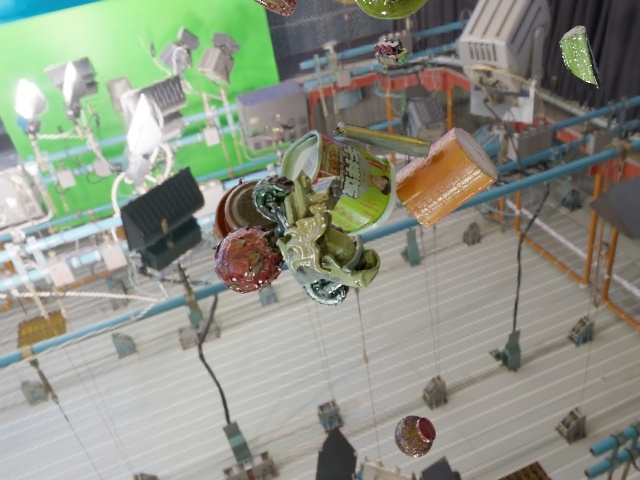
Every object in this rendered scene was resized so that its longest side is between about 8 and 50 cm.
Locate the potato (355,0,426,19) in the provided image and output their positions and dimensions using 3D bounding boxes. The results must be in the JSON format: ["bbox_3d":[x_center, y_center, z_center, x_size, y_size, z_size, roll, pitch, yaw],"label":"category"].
[{"bbox_3d":[0.192,-0.646,1.469,0.253,0.186,0.148,-43,-157,-18],"label":"potato"}]

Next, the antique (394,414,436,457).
[{"bbox_3d":[0.228,0.479,1.456,0.104,0.104,0.104,-7,-146,5],"label":"antique"}]

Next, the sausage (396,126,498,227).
[{"bbox_3d":[0.424,-0.218,2.036,0.287,0.233,0.233,-36,-157,28],"label":"sausage"}]

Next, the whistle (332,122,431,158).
[{"bbox_3d":[0.200,-0.332,1.956,0.326,0.057,0.068,15,-143,12],"label":"whistle"}]

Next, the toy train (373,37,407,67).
[{"bbox_3d":[0.222,-0.585,1.863,0.050,0.087,0.138,-38,-149,-11],"label":"toy train"}]

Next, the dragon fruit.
[{"bbox_3d":[-0.245,0.058,2.107,0.299,0.244,0.244,-41,-157,27],"label":"dragon fruit"}]

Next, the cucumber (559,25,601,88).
[{"bbox_3d":[0.619,-0.436,1.419,0.070,0.220,0.046,10,-107,36],"label":"cucumber"}]

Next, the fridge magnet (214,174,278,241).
[{"bbox_3d":[-0.237,-0.098,2.351,0.363,0.155,0.364,2,-119,-3],"label":"fridge magnet"}]

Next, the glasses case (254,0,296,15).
[{"bbox_3d":[-0.178,-0.834,2.042,0.194,0.073,0.049,24,-150,-11],"label":"glasses case"}]

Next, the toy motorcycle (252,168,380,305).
[{"bbox_3d":[0.000,0.000,1.490,0.236,0.410,0.169,-14,-147,26],"label":"toy motorcycle"}]

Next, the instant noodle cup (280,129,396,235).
[{"bbox_3d":[0.047,-0.191,1.924,0.307,0.294,0.294,22,-164,-35],"label":"instant noodle cup"}]
